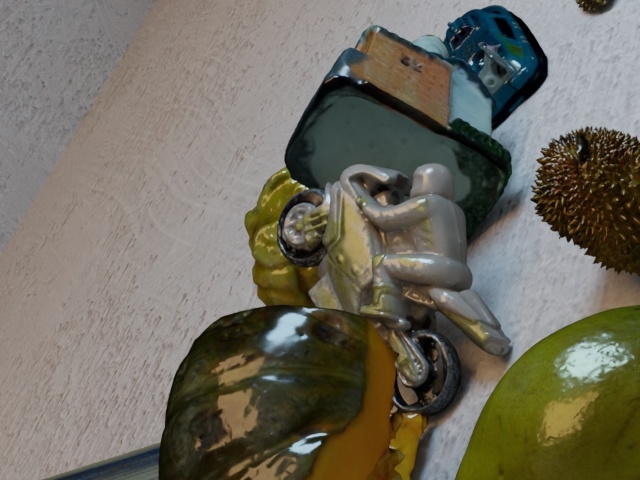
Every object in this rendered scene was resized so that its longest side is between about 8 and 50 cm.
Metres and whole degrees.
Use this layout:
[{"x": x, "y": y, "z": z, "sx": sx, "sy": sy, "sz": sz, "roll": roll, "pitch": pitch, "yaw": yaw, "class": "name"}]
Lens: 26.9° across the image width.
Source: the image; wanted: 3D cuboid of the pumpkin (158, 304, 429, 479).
[{"x": -0.034, "y": 0.218, "z": 1.326, "sx": 0.256, "sy": 0.303, "sz": 0.225, "roll": -9, "pitch": 46, "yaw": 23, "class": "pumpkin"}]

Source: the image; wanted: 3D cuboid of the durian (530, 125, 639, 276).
[{"x": 0.284, "y": -0.043, "z": 1.298, "sx": 0.158, "sy": 0.168, "sz": 0.137, "roll": 31, "pitch": 92, "yaw": 53, "class": "durian"}]

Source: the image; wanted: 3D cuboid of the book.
[{"x": -0.253, "y": 0.347, "z": 1.703, "sx": 0.228, "sy": 0.018, "sz": 0.322, "roll": -16, "pitch": 18, "yaw": -11, "class": "book"}]

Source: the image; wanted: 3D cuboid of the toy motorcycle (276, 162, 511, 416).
[{"x": 0.086, "y": 0.025, "z": 1.489, "sx": 0.223, "sy": 0.108, "sz": 0.341, "roll": -47, "pitch": 53, "yaw": 18, "class": "toy motorcycle"}]

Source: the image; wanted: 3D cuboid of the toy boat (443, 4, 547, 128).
[{"x": 0.218, "y": -0.266, "z": 1.864, "sx": 0.134, "sy": 0.092, "sz": 0.299, "roll": -47, "pitch": 22, "yaw": 16, "class": "toy boat"}]

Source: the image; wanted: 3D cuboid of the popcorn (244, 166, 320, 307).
[{"x": 0.000, "y": 0.000, "z": 1.768, "sx": 0.200, "sy": 0.203, "sz": 0.226, "roll": -10, "pitch": 75, "yaw": 4, "class": "popcorn"}]

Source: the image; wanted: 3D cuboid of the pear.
[{"x": 0.225, "y": 0.159, "z": 1.006, "sx": 0.269, "sy": 0.212, "sz": 0.212, "roll": -39, "pitch": 24, "yaw": 13, "class": "pear"}]

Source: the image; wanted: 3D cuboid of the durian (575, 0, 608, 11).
[{"x": 0.371, "y": -0.369, "z": 1.766, "sx": 0.110, "sy": 0.071, "sz": 0.140, "roll": -23, "pitch": 29, "yaw": 47, "class": "durian"}]

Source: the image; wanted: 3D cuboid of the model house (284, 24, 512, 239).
[{"x": 0.112, "y": -0.156, "z": 1.672, "sx": 0.184, "sy": 0.253, "sz": 0.291, "roll": -56, "pitch": 10, "yaw": 39, "class": "model house"}]
